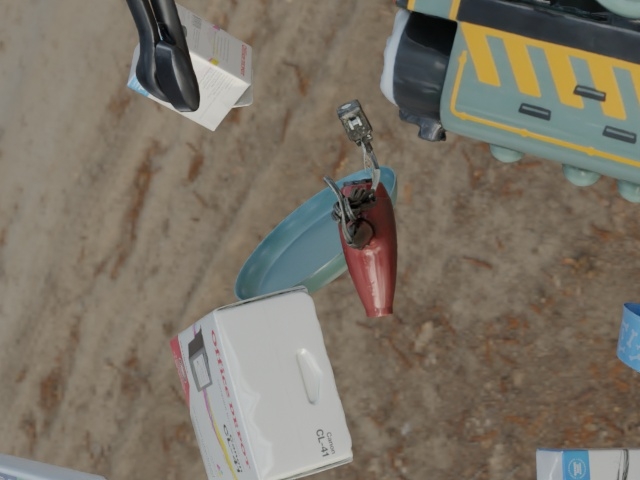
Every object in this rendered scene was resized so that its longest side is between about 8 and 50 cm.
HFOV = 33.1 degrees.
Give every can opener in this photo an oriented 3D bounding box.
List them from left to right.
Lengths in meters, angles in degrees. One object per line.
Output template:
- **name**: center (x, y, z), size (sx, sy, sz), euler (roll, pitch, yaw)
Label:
- **can opener**: center (-0.153, -0.211, 1.011), size (0.073, 0.059, 0.186), euler (5, 121, 38)

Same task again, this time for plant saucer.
- **plant saucer**: center (0.000, 0.000, 1.699), size (0.317, 0.044, 0.317), euler (-34, 20, 14)

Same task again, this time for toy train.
- **toy train**: center (0.192, -0.121, 0.667), size (0.334, 0.142, 0.190), euler (18, 107, 19)

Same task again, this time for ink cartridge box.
- **ink cartridge box**: center (-0.154, -0.213, 1.346), size (0.090, 0.143, 0.092), euler (-47, 28, 32)
- **ink cartridge box**: center (-0.088, 0.200, 1.414), size (0.306, 0.131, 0.226), euler (143, 112, -70)
- **ink cartridge box**: center (0.350, 0.298, 1.278), size (0.060, 0.180, 0.104), euler (154, 117, -67)

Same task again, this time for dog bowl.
- **dog bowl**: center (0.537, 0.165, 1.480), size (0.166, 0.297, 0.074), euler (-135, 63, -67)

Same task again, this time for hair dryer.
- **hair dryer**: center (0.043, -0.012, 1.404), size (0.080, 0.294, 0.224), euler (-6, 42, 18)

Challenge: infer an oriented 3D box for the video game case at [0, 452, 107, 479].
- **video game case**: center (-0.187, 0.254, 0.805), size (0.201, 0.023, 0.183), euler (-7, 102, 51)
